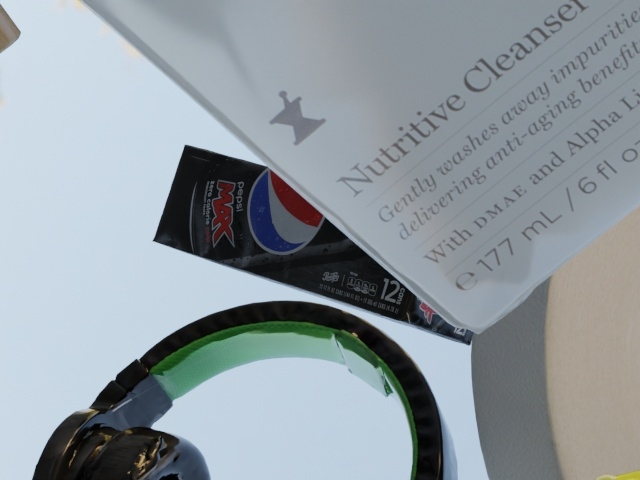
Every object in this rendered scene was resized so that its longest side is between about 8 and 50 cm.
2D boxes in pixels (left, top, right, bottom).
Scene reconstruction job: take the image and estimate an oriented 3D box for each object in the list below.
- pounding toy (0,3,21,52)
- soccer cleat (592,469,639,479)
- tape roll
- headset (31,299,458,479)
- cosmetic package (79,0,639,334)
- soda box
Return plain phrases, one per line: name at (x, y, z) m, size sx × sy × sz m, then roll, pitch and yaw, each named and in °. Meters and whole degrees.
pounding toy at (-0.057, -0.187, 0.461) m, size 0.237 × 0.183 × 0.110 m, roll -40°, pitch -157°, yaw 5°
soccer cleat at (0.120, 0.144, 0.841) m, size 0.093 × 0.289 × 0.121 m, roll 3°, pitch -108°, yaw 55°
tape roll at (0.263, 0.089, 1.246) m, size 0.072 × 0.392 × 0.392 m, roll -10°, pitch -129°, yaw 51°
headset at (-0.095, 0.192, 1.137) m, size 0.243 × 0.185 × 0.394 m, roll 32°, pitch -107°, yaw 33°
cosmetic package at (-0.002, -0.171, 0.665) m, size 0.217 × 0.385 × 0.156 m, roll -40°, pitch -149°, yaw 20°
soda box at (0.000, 0.000, 0.906) m, size 0.169 × 0.060 × 0.053 m, roll 16°, pitch -93°, yaw 41°
